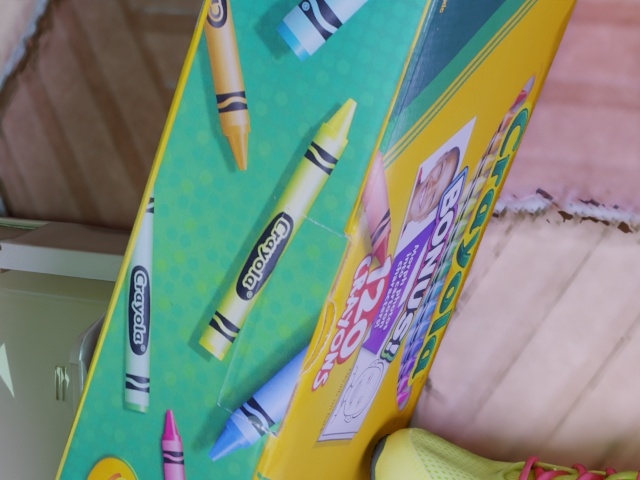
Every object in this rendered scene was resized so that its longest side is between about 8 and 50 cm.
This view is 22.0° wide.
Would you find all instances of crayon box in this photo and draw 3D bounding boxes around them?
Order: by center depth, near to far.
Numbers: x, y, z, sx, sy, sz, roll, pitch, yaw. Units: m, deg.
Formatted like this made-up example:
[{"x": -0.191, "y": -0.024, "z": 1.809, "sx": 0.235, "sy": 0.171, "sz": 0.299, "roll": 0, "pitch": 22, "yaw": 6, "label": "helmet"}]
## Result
[{"x": 0.000, "y": 0.000, "z": 0.633, "sx": 0.081, "sy": 0.165, "sz": 0.278, "roll": 27, "pitch": 112, "yaw": 18, "label": "crayon box"}]

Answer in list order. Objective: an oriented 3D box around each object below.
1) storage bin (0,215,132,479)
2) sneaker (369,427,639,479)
[{"x": -0.184, "y": 0.123, "z": 0.774, "sx": 0.262, "sy": 0.123, "sz": 0.260, "roll": 6, "pitch": 104, "yaw": 25, "label": "storage bin"}, {"x": 0.120, "y": 0.117, "z": 0.655, "sx": 0.208, "sy": 0.081, "sz": 0.094, "roll": 26, "pitch": 109, "yaw": 9, "label": "sneaker"}]
